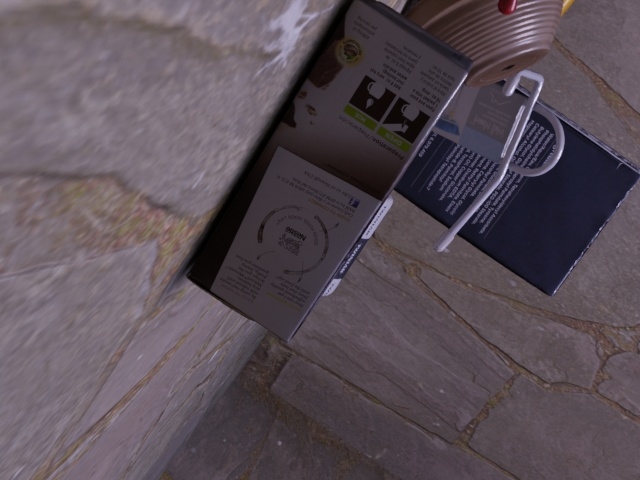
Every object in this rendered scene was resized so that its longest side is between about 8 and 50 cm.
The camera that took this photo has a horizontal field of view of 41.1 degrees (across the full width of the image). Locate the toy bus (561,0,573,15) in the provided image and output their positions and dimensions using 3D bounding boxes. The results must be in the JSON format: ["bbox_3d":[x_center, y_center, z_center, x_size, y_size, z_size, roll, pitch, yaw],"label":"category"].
[{"bbox_3d":[0.469,-0.541,1.638,0.332,0.108,0.130,-52,-165,26],"label":"toy bus"}]

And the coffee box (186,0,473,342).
[{"bbox_3d":[0.013,-0.071,0.817,0.297,0.119,0.168,-57,179,18],"label":"coffee box"}]

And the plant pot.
[{"bbox_3d":[0.230,-0.278,1.144,0.237,0.109,0.237,-20,174,-2],"label":"plant pot"}]

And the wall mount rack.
[{"bbox_3d":[0.198,-0.166,1.382,0.130,0.350,0.304,-3,120,-49],"label":"wall mount rack"}]

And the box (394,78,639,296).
[{"bbox_3d":[0.330,-0.159,1.762,0.297,0.472,0.480,-57,177,7],"label":"box"}]

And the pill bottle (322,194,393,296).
[{"bbox_3d":[0.000,0.000,1.371,0.245,0.130,0.130,-57,177,17],"label":"pill bottle"}]

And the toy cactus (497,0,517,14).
[{"bbox_3d":[0.275,-0.361,0.941,0.219,0.112,0.180,-43,161,-19],"label":"toy cactus"}]
